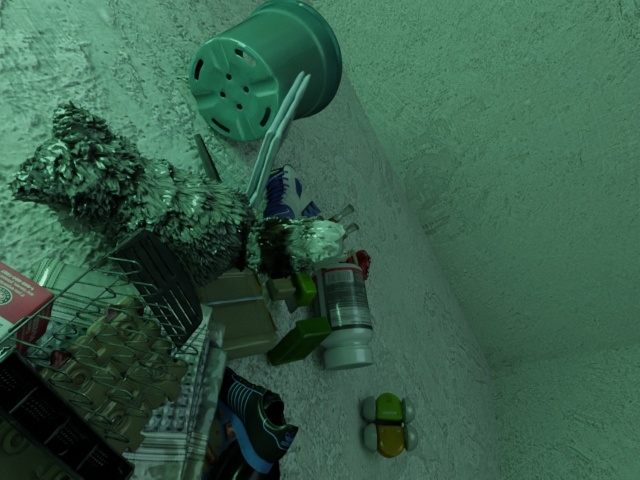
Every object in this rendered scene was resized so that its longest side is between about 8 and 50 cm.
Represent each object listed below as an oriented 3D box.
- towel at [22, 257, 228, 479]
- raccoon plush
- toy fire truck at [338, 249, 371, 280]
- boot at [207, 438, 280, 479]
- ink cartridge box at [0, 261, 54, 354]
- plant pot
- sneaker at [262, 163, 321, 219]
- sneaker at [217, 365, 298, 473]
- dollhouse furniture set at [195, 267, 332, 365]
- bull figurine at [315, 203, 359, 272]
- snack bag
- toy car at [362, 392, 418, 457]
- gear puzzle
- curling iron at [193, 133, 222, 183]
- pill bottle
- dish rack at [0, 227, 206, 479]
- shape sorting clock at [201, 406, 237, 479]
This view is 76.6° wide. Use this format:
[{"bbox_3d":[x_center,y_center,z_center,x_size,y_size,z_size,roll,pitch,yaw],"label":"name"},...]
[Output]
[{"bbox_3d":[-0.290,0.211,0.593,0.324,0.056,0.312,29,46,-33],"label":"towel"},{"bbox_3d":[-0.208,-0.081,0.627,0.299,0.447,0.216,59,26,-54],"label":"raccoon plush"},{"bbox_3d":[0.132,0.083,1.524,0.135,0.047,0.192,54,30,-24],"label":"toy fire truck"},{"bbox_3d":[-0.074,0.475,0.596,0.131,0.260,0.347,42,46,-33],"label":"boot"},{"bbox_3d":[-0.424,0.107,0.385,0.172,0.100,0.237,35,36,-8],"label":"ink cartridge box"},{"bbox_3d":[-0.155,-0.448,1.105,0.341,0.341,0.334,58,37,-20],"label":"plant pot"},{"bbox_3d":[-0.117,-0.112,1.148,0.182,0.128,0.315,62,21,-6],"label":"sneaker"},{"bbox_3d":[-0.122,0.288,0.724,0.232,0.090,0.081,39,-4,43],"label":"sneaker"},{"bbox_3d":[-0.156,0.176,0.920,0.302,0.151,0.197,0,54,-38],"label":"dollhouse furniture set"},{"bbox_3d":[0.000,0.000,1.061,0.188,0.310,0.101,-38,105,-24],"label":"bull figurine"},{"bbox_3d":[-0.118,-0.169,0.906,0.037,0.342,0.323,23,40,-10],"label":"snack bag"},{"bbox_3d":[0.207,0.569,1.246,0.136,0.159,0.181,91,1,-52],"label":"toy car"},{"bbox_3d":[-0.310,0.232,0.484,0.339,0.044,0.175,-54,130,-46],"label":"gear puzzle"},{"bbox_3d":[-0.247,-0.131,1.000,0.273,0.035,0.068,64,24,-11],"label":"curling iron"},{"bbox_3d":[0.065,0.223,1.182,0.161,0.161,0.283,28,49,-52],"label":"pill bottle"},{"bbox_3d":[-0.235,0.122,0.492,0.271,0.074,0.208,-58,138,-46],"label":"dish rack"},{"bbox_3d":[-0.216,0.355,0.713,0.206,0.040,0.206,41,38,-43],"label":"shape sorting clock"}]
